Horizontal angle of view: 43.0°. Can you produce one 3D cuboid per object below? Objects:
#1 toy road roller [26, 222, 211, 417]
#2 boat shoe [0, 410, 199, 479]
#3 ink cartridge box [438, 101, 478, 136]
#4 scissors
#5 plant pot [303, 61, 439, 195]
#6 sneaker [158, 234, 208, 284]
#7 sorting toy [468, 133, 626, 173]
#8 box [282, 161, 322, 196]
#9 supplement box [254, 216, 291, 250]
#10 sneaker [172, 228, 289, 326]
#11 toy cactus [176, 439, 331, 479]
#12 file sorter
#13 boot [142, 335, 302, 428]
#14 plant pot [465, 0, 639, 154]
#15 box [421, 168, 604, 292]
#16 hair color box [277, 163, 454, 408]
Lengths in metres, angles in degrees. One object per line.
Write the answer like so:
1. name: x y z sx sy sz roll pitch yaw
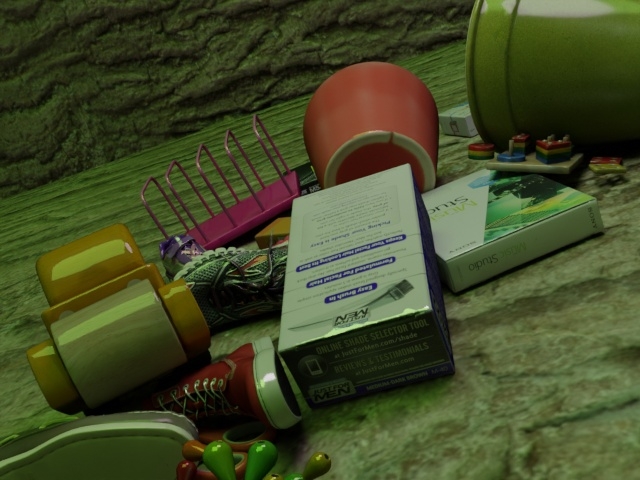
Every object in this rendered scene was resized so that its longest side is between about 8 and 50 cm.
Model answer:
1. toy road roller: -0.287 0.092 1.091 0.203 0.240 0.329 -26 -8 -13
2. boat shoe: -0.278 0.253 0.940 0.324 0.116 0.096 -22 20 17
3. ink cartridge box: 0.341 -0.279 1.860 0.089 0.052 0.122 -26 20 -16
4. scissors: -0.174 0.244 0.991 0.297 0.021 0.109 -4 25 41
5. plant pot: 0.101 -0.158 1.492 0.275 0.275 0.243 -18 30 9
6. sneaker: -0.237 0.041 1.506 0.095 0.104 0.236 -29 21 -28
7. sorting toy: 0.365 -0.146 1.338 0.275 0.046 0.132 6 18 27
8. box: 0.008 -0.156 1.889 0.184 0.045 0.190 -20 18 0
9. supplement box: 0.000 0.000 1.407 0.233 0.080 0.078 -6 24 42
10. sneaker: -0.101 0.063 1.270 0.299 0.120 0.112 -21 22 -3
11. toy cactus: -0.081 0.269 0.738 0.219 0.112 0.180 -5 43 34
12. file sorter: -0.212 -0.114 1.724 0.291 0.182 0.202 -29 18 6
13. boot: -0.121 0.187 0.939 0.176 0.088 0.244 -20 4 -8
14. plant pot: 0.495 -0.313 1.396 0.353 0.366 0.366 12 36 39
15. box: 0.251 -0.034 1.253 0.232 0.058 0.322 -22 19 -5
16. hair color box: 0.057 0.045 1.059 0.185 0.110 0.338 -17 30 13
